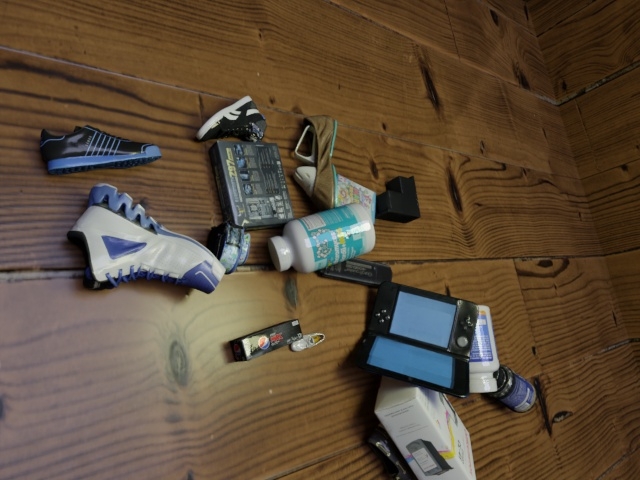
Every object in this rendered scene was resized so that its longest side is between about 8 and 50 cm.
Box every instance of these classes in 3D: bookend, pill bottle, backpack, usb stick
[{"bbox_3d":[0.251,-0.148,1.465,0.157,0.072,0.156,5,70,-36],"label":"bookend"},{"bbox_3d":[0.646,0.510,1.513,0.219,0.123,0.122,35,56,-24],"label":"pill bottle"},{"bbox_3d":[-0.218,0.023,1.016,0.084,0.105,0.114,21,68,-30],"label":"backpack"},{"bbox_3d":[0.505,0.360,1.435,0.153,0.152,0.271,10,69,-36],"label":"pill bottle"},{"bbox_3d":[0.000,0.000,1.142,0.264,0.146,0.146,-18,86,-18],"label":"pill bottle"},{"bbox_3d":[0.107,0.089,1.288,0.278,0.045,0.077,14,73,-34],"label":"usb stick"}]

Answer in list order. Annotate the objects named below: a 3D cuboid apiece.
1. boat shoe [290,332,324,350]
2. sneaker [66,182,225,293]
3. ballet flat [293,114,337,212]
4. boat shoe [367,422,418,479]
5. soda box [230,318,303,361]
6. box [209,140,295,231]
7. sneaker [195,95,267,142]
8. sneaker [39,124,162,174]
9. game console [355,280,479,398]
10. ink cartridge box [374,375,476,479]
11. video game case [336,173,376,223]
[{"bbox_3d":[-0.031,0.263,1.124,0.100,0.035,0.035,-6,79,-40],"label":"boat shoe"},{"bbox_3d":[-0.375,0.046,0.884,0.316,0.127,0.182,36,59,-15],"label":"sneaker"},{"bbox_3d":[-0.017,-0.229,1.271,0.124,0.116,0.341,7,69,-15],"label":"ballet flat"},{"bbox_3d":[0.203,0.603,1.165,0.069,0.081,0.227,-35,96,-29],"label":"boat shoe"},{"bbox_3d":[-0.127,0.239,1.041,0.169,0.060,0.053,-11,83,-41],"label":"soda box"},{"bbox_3d":[-0.178,-0.143,1.135,0.184,0.059,0.232,-9,81,-40],"label":"box"},{"bbox_3d":[-0.217,-0.292,1.142,0.121,0.079,0.217,49,50,-12],"label":"sneaker"},{"bbox_3d":[-0.461,-0.200,0.918,0.233,0.082,0.090,-15,92,-39],"label":"sneaker"},{"bbox_3d":[0.270,0.253,1.171,0.173,0.294,0.249,45,59,-74],"label":"game console"},{"bbox_3d":[0.287,0.499,1.177,0.306,0.131,0.226,56,20,-7],"label":"ink cartridge box"},{"bbox_3d":[0.111,-0.130,1.386,0.167,0.015,0.119,21,62,-32],"label":"video game case"}]
